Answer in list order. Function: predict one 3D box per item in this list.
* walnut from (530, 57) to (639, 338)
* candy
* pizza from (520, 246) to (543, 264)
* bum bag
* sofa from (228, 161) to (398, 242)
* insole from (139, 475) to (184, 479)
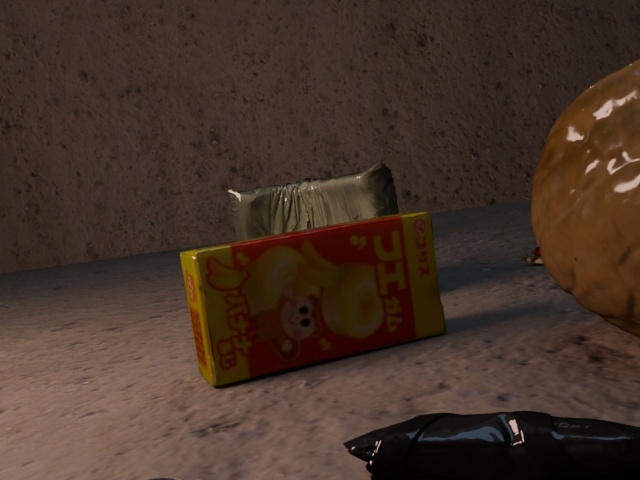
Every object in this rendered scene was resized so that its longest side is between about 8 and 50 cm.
[{"bbox_3d":[0.340,-0.046,0.652,0.277,0.252,0.313,-20,-17,-34],"label":"walnut"},{"bbox_3d":[-0.005,0.057,0.821,0.276,0.146,0.088,-12,5,-20],"label":"candy"},{"bbox_3d":[0.400,0.022,1.229,0.100,0.029,0.099,-10,6,-21],"label":"pizza"},{"bbox_3d":[0.104,0.123,0.423,0.197,0.049,0.087,-7,-19,24],"label":"bum bag"},{"bbox_3d":[0.000,0.000,1.115,0.176,0.210,0.225,-10,5,-41],"label":"sofa"},{"bbox_3d":[-0.131,0.176,0.425,0.065,0.004,0.197,-7,5,16],"label":"insole"}]
